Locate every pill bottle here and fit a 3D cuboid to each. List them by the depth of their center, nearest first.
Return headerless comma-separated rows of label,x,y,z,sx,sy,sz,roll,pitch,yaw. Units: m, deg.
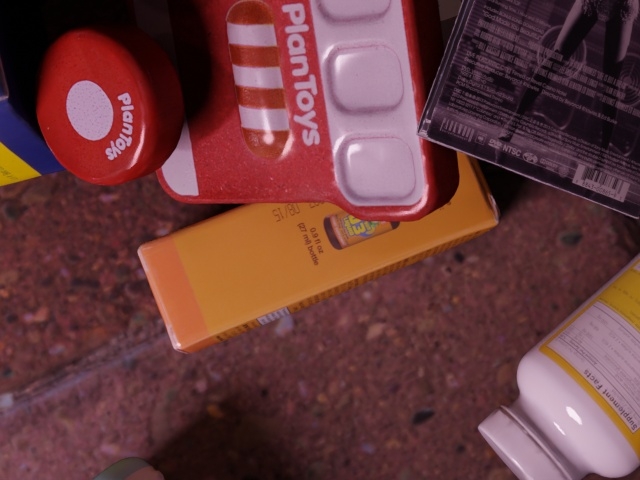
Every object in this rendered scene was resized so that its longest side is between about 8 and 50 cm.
pill bottle,0.195,0.088,0.927,0.184,0.103,0.103,-41,82,-4

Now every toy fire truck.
toy fire truck,-0.039,-0.163,0.871,0.254,0.169,0.302,1,104,34

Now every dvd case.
dvd case,0.160,-0.140,0.828,0.165,0.018,0.221,18,94,-28

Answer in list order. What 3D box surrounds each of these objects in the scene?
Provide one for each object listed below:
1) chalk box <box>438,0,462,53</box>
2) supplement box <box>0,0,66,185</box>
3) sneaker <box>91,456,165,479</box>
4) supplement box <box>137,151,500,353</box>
chalk box,0.108,-0.169,0.916,0.132,0.213,0.132,-19,82,-2
supplement box,-0.371,-0.112,0.934,0.357,0.194,0.195,-15,81,0
sneaker,-0.151,0.318,0.892,0.208,0.127,0.319,39,85,9
supplement box,0.000,0.000,0.963,0.233,0.080,0.078,-22,82,0
